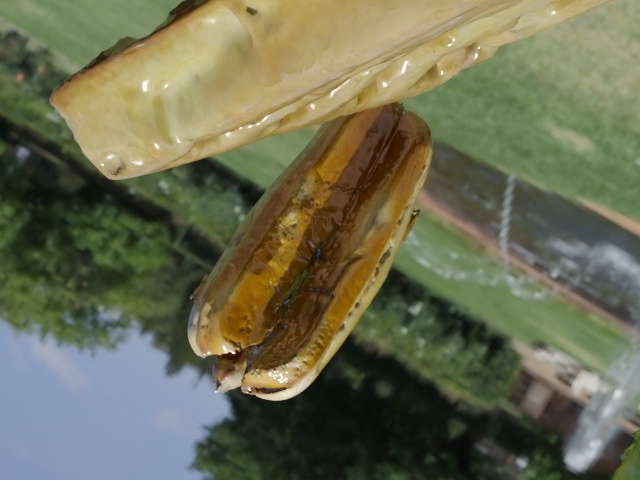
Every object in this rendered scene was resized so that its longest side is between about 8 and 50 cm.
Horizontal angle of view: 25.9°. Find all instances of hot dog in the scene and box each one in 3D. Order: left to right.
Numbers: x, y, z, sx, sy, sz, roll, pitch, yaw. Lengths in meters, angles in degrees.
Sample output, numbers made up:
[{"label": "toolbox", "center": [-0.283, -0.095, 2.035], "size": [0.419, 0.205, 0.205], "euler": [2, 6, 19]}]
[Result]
[{"label": "hot dog", "center": [0.000, 0.000, 1.009], "size": [0.109, 0.269, 0.072], "euler": [37, 160, -7]}]

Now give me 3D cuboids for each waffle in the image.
[{"label": "waffle", "center": [0.063, -0.135, 0.757], "size": [0.348, 0.304, 0.077], "euler": [-23, -91, -50]}]

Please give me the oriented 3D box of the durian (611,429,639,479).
[{"label": "durian", "center": [0.304, 0.127, 0.887], "size": [0.158, 0.352, 0.169], "euler": [46, -141, 6]}]
